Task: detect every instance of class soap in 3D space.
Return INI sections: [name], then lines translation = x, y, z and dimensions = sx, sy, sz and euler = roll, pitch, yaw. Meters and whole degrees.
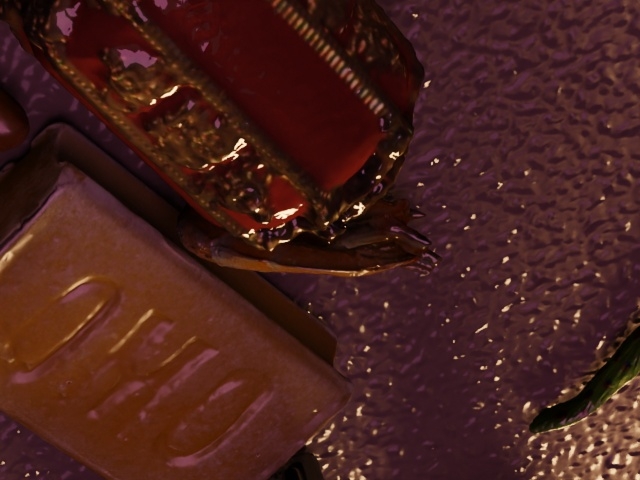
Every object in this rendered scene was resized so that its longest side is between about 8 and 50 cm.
[soap]
translation = -0.129, 0.067, 1.239
dimensions = 0.173, 0.089, 0.274
euler = -43, 123, 13

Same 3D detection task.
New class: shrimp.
[shrimp]
translation = -0.001, 0.003, 1.204
dimensions = 0.187, 0.132, 0.052
euler = -1, 120, -25

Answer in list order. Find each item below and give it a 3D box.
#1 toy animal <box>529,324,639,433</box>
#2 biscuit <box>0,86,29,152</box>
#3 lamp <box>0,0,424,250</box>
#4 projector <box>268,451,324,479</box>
[toy animal]
translation = 0.255, 0.088, 1.378
dimensions = 0.075, 0.041, 0.217
euler = 34, 113, -28
[biscuit]
translation = -0.306, -0.058, 1.137
dimensions = 0.208, 0.047, 0.164
euler = -40, 124, 13
[lamp]
translation = -0.062, -0.119, 1.085
dimensions = 0.177, 0.177, 0.274
euler = -39, 123, 12
[projector]
translation = -0.049, 0.301, 1.366
dimensions = 0.177, 0.163, 0.243
euler = -17, 122, -1
